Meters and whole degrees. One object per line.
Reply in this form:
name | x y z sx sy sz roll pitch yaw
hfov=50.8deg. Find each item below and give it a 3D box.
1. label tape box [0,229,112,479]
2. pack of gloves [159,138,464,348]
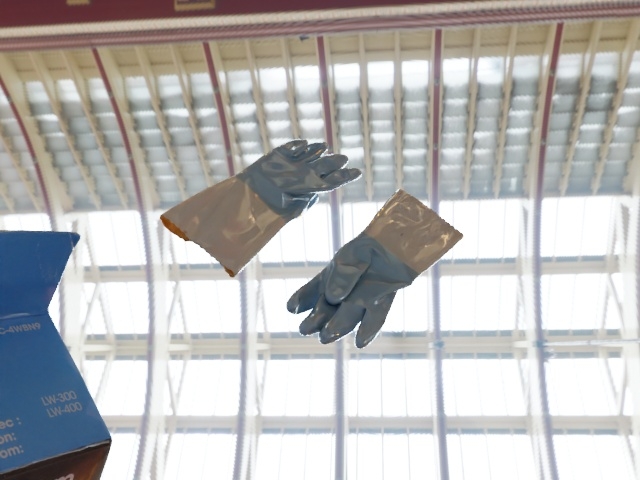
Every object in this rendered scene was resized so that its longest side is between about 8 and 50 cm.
label tape box | -0.266 0.169 0.394 0.115 0.249 0.347 31 -74 29
pack of gloves | 0.000 0.000 0.619 0.195 0.046 0.232 39 -137 11
